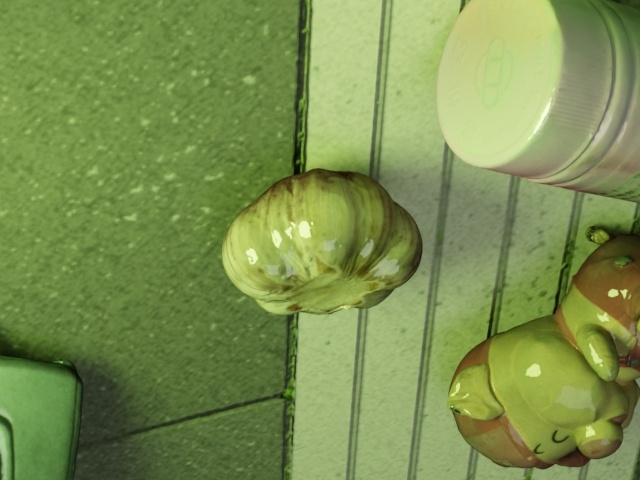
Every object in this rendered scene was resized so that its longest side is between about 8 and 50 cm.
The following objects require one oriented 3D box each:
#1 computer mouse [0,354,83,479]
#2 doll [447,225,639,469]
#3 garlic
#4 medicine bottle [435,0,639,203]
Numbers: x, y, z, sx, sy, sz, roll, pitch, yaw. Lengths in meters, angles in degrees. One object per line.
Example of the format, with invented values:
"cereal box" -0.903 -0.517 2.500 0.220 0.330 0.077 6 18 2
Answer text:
"computer mouse" -0.304 0.231 1.626 0.188 0.122 0.371 -2 130 -27
"doll" 0.242 0.116 1.768 0.256 0.152 0.196 -40 125 21
"garlic" 0.000 0.000 1.558 0.159 0.102 0.147 -3 149 -9
"medicine bottle" 0.231 -0.109 1.527 0.254 0.152 0.152 10 127 -35
